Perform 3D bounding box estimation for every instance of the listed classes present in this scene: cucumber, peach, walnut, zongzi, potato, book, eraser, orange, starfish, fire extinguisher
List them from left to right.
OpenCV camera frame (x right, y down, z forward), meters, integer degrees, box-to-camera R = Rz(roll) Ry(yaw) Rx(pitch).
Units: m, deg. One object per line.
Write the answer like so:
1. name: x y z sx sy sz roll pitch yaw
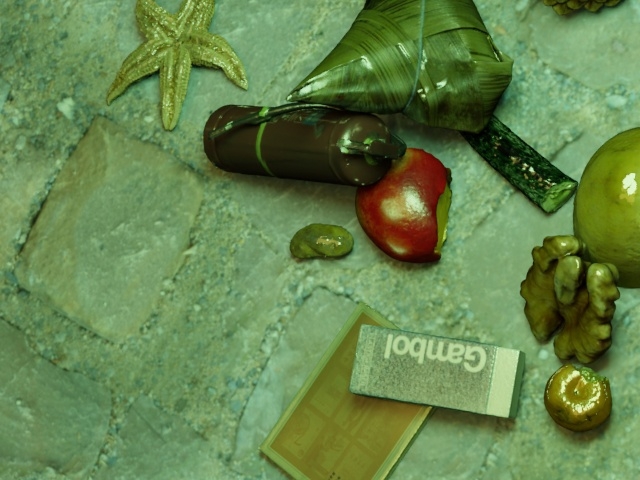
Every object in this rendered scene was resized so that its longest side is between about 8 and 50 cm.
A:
1. starfish: -0.199 -0.274 2.174 0.277 0.062 0.236 -42 72 6
2. fire extinguisher: -0.021 -0.126 1.953 0.341 0.141 0.105 8 100 48
3. potato: 0.000 0.000 2.027 0.092 0.045 0.046 -3 114 25
4. book: 0.049 0.223 1.974 0.170 0.018 0.242 36 94 25
5. zongzi: 0.063 -0.267 1.915 0.300 0.138 0.286 -5 53 -22
6. peach: 0.105 -0.038 1.960 0.151 0.151 0.118 14 41 25
7. eraser: 0.146 0.166 1.911 0.212 0.046 0.092 8 82 22
8. cucumber: 0.235 -0.120 1.946 0.058 0.052 0.215 -36 63 -19
9. walnut: 0.309 0.069 1.833 0.069 0.170 0.143 -29 58 -30
10. orange: 0.313 0.194 1.842 0.086 0.062 0.086 -8 62 16
11. potato: 0.379 -0.054 1.817 0.178 0.158 0.203 43 94 23

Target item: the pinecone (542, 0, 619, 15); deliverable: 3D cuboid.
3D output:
1. pinecone: 0.321 -0.402 1.901 0.185 0.168 0.212 -22 71 21
